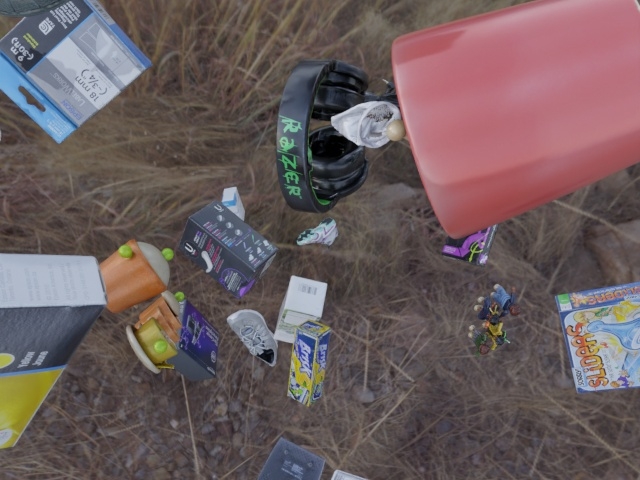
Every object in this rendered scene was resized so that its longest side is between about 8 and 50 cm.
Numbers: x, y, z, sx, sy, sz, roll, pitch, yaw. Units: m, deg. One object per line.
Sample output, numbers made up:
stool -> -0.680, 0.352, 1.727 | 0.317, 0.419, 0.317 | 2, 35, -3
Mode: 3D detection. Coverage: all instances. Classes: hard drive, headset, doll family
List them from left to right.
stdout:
hard drive -> -0.108, 0.748, 1.526 | 0.171, 0.054, 0.255 | 24, 61, 9
headset -> 0.045, -0.197, 0.885 | 0.185, 0.244, 0.394 | 7, 30, 16
doll family -> 0.424, 0.197, 1.236 | 0.075, 0.111, 0.193 | 3, 109, -3

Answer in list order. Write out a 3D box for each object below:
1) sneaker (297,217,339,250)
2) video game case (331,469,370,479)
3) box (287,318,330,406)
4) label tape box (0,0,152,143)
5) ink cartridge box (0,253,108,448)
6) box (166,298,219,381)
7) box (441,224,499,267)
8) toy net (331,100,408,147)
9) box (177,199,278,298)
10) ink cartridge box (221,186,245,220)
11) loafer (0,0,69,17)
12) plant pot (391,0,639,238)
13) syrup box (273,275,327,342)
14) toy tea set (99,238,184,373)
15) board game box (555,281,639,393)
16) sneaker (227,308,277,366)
sneaker -> 0.000, 0.000, 1.153 | 0.098, 0.069, 0.038 | -29, 34, -3
video game case -> 0.052, 0.430, 0.699 | 0.022, 0.173, 0.190 | 55, 50, -32
box -> -0.024, 0.255, 1.064 | 0.059, 0.169, 0.054 | 18, 23, 29
label tape box -> -0.614, -0.406, 1.212 | 0.333, 0.106, 0.241 | -37, 116, 9
ink cartridge box -> -0.391, 0.120, 0.434 | 0.307, 0.303, 0.072 | 3, 50, -47
box -> -0.453, 0.349, 1.753 | 0.103, 0.261, 0.184 | -9, 53, 14
box -> 0.360, -0.027, 1.199 | 0.029, 0.116, 0.162 | 23, 86, -33
toy net -> 0.125, -0.138, 0.612 | 0.232, 0.122, 0.045 | 3, 63, 9
box -> -0.300, 0.027, 1.642 | 0.270, 0.165, 0.143 | 39, 41, 5
ink cartridge box -> -0.337, -0.131, 1.976 | 0.052, 0.123, 0.089 | -10, 39, 7
loafer -> -0.302, -0.368, 0.623 | 0.267, 0.096, 0.084 | -26, 32, 18
plant pot -> 0.244, -0.161, 0.611 | 0.243, 0.275, 0.275 | -16, 64, 23
syrup box -> -0.056, 0.189, 1.329 | 0.093, 0.237, 0.096 | 14, 60, -5
toy tea set -> -0.282, 0.096, 0.886 | 0.124, 0.336, 0.200 | -33, 97, -13
board game box -> 0.449, 0.154, 0.779 | 0.136, 0.201, 0.035 | -14, 34, 22
sneaker -> -0.222, 0.342, 1.788 | 0.105, 0.281, 0.115 | -32, 42, 8
